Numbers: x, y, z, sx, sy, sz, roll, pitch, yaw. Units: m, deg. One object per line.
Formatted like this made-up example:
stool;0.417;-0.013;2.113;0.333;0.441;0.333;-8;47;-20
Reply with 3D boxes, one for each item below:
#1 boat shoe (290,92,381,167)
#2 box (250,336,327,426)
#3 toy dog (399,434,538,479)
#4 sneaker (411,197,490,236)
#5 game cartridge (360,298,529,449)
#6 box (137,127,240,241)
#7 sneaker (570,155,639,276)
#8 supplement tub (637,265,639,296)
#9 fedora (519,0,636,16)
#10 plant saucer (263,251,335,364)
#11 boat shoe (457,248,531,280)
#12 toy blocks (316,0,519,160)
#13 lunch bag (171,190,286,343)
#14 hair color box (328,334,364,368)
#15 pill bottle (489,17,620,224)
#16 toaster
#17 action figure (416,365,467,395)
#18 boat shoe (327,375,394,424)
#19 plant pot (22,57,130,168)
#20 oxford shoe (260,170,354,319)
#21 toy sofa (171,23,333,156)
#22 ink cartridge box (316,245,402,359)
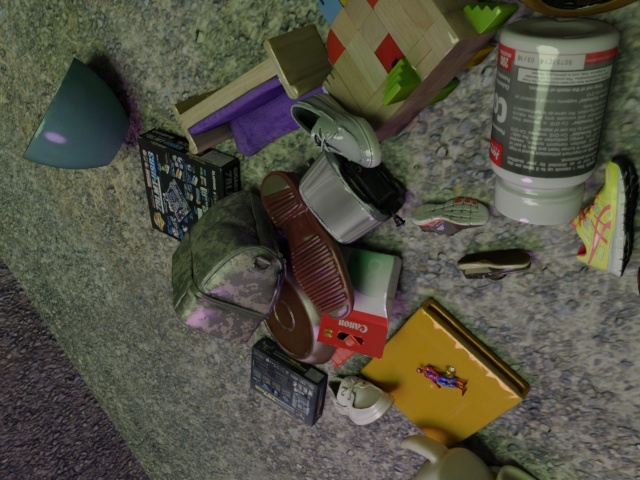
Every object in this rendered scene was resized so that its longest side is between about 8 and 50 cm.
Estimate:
boat shoe;0.019;-0.183;1.041;0.227;0.081;0.079;49;152;44
box;-0.095;0.405;1.737;0.232;0.059;0.183;26;130;24
toy dog;0.289;0.690;1.443;0.395;0.284;0.408;36;138;12
sneaker;0.257;-0.039;1.171;0.158;0.061;0.065;4;146;39
game cartridge;0.269;0.317;1.389;0.285;0.052;0.324;43;138;10
box;-0.341;-0.116;1.596;0.293;0.073;0.295;23;130;28
sneaker;0.452;-0.037;0.978;0.094;0.081;0.208;14;125;36
supplement tub;0.594;0.061;0.904;0.198;0.106;0.106;-19;103;45
fedora;0.359;-0.373;0.810;0.194;0.194;0.079;-2;81;41
plant saucer;-0.077;0.180;1.528;0.310;0.050;0.311;32;134;40
boat shoe;0.335;0.051;1.156;0.152;0.056;0.049;-2;121;51
toy blocks;0.106;-0.349;1.015;0.261;0.190;0.381;59;145;10
lunch bag;-0.199;0.049;1.399;0.212;0.305;0.256;23;114;-25
hair color box;0.072;0.256;1.492;0.043;0.072;0.141;47;137;5
pill bottle;0.343;-0.177;0.919;0.161;0.161;0.283;17;126;31
toaster;0.064;-0.094;1.230;0.227;0.129;0.146;50;137;-1
action figure;0.262;0.304;1.328;0.115;0.030;0.038;19;134;33
boat shoe;0.083;0.384;1.500;0.096;0.098;0.277;54;155;-6
plant pot;-0.624;-0.304;1.600;0.195;0.290;0.290;27;144;-27
oxford shoe;0.000;0.000;1.319;0.123;0.130;0.348;-25;86;33
toy sofa;-0.131;-0.280;1.258;0.362;0.150;0.177;-16;105;44
ink cartridge box;0.073;0.131;1.339;0.181;0.056;0.225;10;83;35
